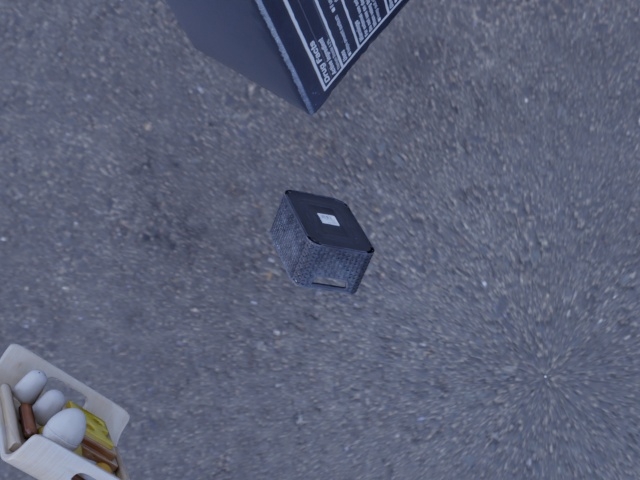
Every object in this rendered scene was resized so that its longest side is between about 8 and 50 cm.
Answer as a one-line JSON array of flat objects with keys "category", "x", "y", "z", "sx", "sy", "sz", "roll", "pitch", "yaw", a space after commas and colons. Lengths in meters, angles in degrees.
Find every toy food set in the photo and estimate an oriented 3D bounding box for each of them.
[{"category": "toy food set", "x": -0.317, "y": 0.255, "z": 1.237, "sx": 0.219, "sy": 0.306, "sz": 0.092, "roll": 39, "pitch": 89, "yaw": -27}]

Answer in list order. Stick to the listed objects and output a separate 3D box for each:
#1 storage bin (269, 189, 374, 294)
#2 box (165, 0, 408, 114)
[{"category": "storage bin", "x": 0.000, "y": 0.000, "z": 1.529, "sx": 0.122, "sy": 0.180, "sz": 0.084, "roll": 10, "pitch": 119, "yaw": -24}, {"category": "box", "x": -0.020, "y": -0.328, "z": 0.793, "sx": 0.182, "sy": 0.296, "sz": 0.294, "roll": 32, "pitch": 75, "yaw": 30}]
